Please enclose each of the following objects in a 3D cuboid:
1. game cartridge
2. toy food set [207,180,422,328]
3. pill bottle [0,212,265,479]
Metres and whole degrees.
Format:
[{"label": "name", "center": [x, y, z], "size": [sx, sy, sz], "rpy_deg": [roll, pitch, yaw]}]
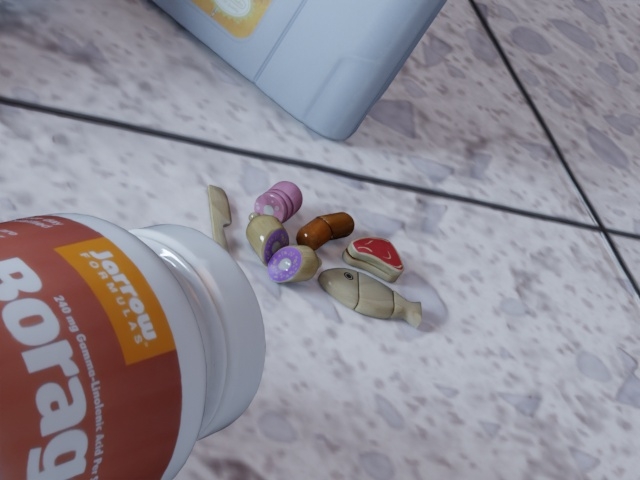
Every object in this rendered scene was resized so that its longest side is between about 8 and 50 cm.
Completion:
[{"label": "game cartridge", "center": [-0.048, -0.223, 0.956], "size": [0.297, 0.198, 0.062], "rpy_deg": [40, 33, 9]}, {"label": "toy food set", "center": [0.000, 0.000, 0.874], "size": [0.122, 0.019, 0.078], "rpy_deg": [18, 36, -24]}, {"label": "pill bottle", "center": [-0.120, 0.055, 0.601], "size": [0.121, 0.121, 0.216], "rpy_deg": [47, 33, 19]}]
